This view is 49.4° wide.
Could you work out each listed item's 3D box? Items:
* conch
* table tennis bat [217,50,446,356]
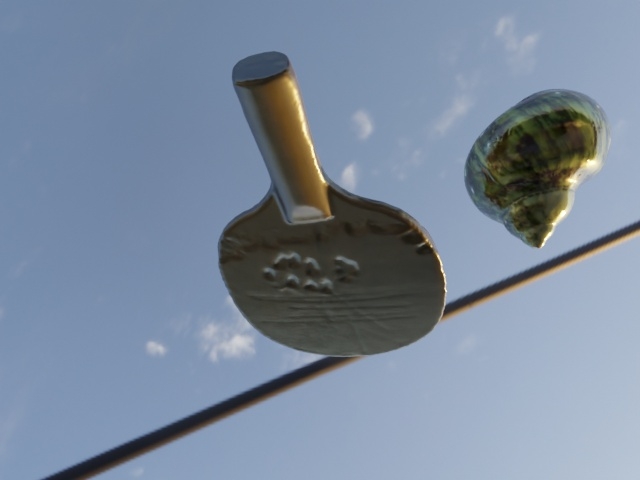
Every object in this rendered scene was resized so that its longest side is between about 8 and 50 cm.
[{"bbox_3d":[0.273,-0.090,0.857,0.188,0.124,0.181,-4,-73,3],"label":"conch"},{"bbox_3d":[0.000,0.000,0.383,0.131,0.022,0.234,-4,-40,12],"label":"table tennis bat"}]
